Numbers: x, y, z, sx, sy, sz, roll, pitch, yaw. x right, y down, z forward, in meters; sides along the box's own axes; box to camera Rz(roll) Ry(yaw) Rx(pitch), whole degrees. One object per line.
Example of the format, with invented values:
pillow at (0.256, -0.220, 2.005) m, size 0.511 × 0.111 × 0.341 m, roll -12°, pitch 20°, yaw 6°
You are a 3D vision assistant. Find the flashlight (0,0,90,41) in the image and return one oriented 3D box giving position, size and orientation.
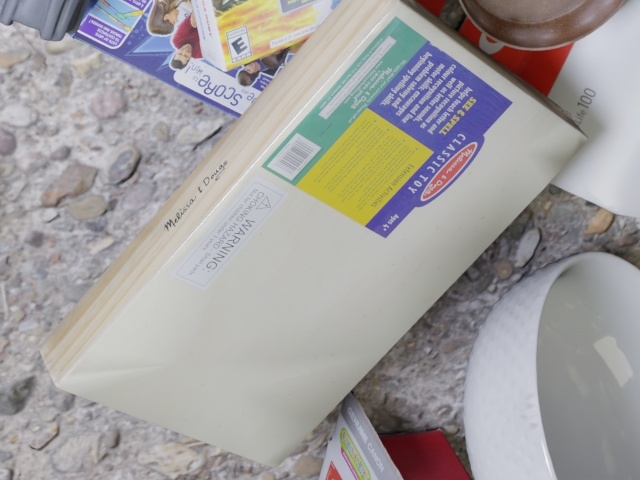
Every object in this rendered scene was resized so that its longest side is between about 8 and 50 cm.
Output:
flashlight at (-0.150, -0.284, 1.171) m, size 0.103 × 0.103 × 0.304 m, roll 24°, pitch 112°, yaw 1°

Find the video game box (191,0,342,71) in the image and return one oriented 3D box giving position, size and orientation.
video game box at (-0.008, -0.246, 1.276) m, size 0.205 × 0.048 × 0.187 m, roll -24°, pitch 121°, yaw -19°

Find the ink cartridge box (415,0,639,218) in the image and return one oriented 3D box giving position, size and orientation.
ink cartridge box at (0.264, -0.176, 1.460) m, size 0.385 × 0.091 × 0.308 m, roll 9°, pitch 120°, yaw -31°

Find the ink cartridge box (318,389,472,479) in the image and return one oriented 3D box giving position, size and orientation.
ink cartridge box at (0.104, 0.326, 1.610) m, size 0.130 × 0.309 × 0.271 m, roll -3°, pitch 125°, yaw -23°

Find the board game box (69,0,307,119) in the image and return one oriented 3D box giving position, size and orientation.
board game box at (-0.079, -0.176, 1.336) m, size 0.201 × 0.035 × 0.136 m, roll 26°, pitch 110°, yaw -36°

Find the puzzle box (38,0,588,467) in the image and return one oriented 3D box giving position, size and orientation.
puzzle box at (0.000, 0.000, 1.402) m, size 0.409 × 0.052 × 0.272 m, roll -47°, pitch 136°, yaw 14°

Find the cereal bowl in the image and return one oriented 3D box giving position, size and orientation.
cereal bowl at (0.240, 0.188, 1.596) m, size 0.141 × 0.339 × 0.339 m, roll -22°, pitch 140°, yaw 36°

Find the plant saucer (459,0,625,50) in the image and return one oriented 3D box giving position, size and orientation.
plant saucer at (0.177, -0.233, 1.360) m, size 0.168 × 0.029 × 0.168 m, roll -8°, pitch 118°, yaw -16°
